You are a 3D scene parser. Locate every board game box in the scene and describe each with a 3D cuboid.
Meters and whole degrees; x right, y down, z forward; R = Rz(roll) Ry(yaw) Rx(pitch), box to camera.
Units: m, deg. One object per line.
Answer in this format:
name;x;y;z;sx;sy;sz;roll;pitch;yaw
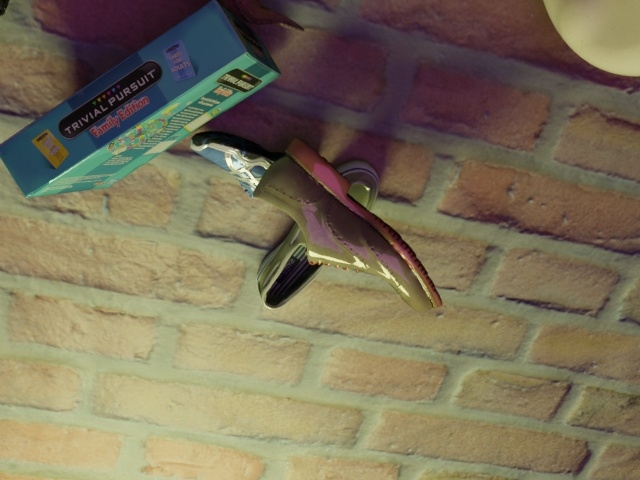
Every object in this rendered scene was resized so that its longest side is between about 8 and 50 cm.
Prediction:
board game box;-0.233;-0.185;0.970;0.336;0.254;0.079;-31;93;9

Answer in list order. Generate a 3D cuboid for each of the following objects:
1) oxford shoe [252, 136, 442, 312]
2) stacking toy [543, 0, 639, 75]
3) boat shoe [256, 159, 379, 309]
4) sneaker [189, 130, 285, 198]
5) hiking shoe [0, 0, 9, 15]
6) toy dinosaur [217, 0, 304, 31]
oxford shoe;0.044;0.003;1.096;0.348;0.123;0.130;45;90;-5
stacking toy;0.580;-0.435;0.963;0.480;0.350;0.350;-15;120;-19
boat shoe;0.000;0.000;1.192;0.109;0.094;0.302;31;109;-21
sneaker;-0.113;-0.112;1.126;0.211;0.080;0.081;21;110;-16
hiking shoe;-0.492;-0.333;0.954;0.114;0.086;0.227;20;114;-21
toy dinosaur;-0.122;-0.376;0.915;0.127;0.200;0.295;-26;119;6
